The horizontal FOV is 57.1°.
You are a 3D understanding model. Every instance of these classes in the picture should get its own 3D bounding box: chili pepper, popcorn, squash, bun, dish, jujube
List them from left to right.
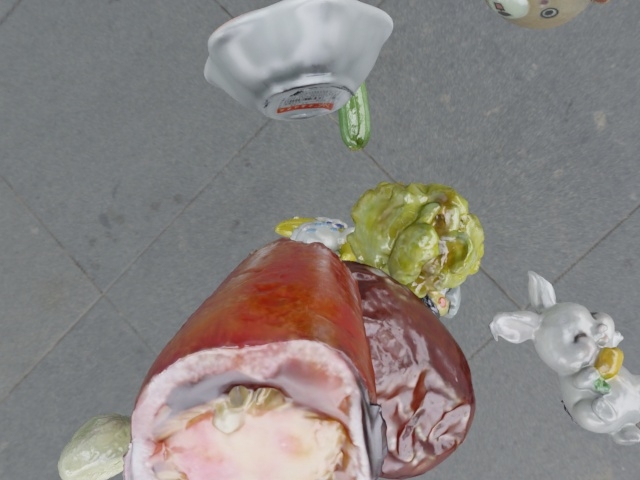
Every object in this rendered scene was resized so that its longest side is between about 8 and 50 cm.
[{"bbox_3d":[-0.278,0.262,0.751,0.115,0.115,0.069,-33,64,10],"label":"bun"},{"bbox_3d":[-0.040,0.142,0.609,0.229,0.305,0.251,7,106,8],"label":"chili pepper"},{"bbox_3d":[-0.021,-0.189,0.682,0.230,0.229,0.081,-14,83,11],"label":"dish"},{"bbox_3d":[0.065,-0.299,1.240,0.068,0.077,0.219,4,110,50],"label":"squash"},{"bbox_3d":[0.059,0.190,0.904,0.276,0.276,0.377,-43,109,9],"label":"jujube"},{"bbox_3d":[0.199,-0.008,1.126,0.241,0.250,0.235,61,140,36],"label":"popcorn"}]

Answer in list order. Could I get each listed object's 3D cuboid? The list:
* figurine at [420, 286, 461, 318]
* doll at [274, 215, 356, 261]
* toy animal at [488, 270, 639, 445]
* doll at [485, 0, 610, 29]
[{"bbox_3d":[0.272,0.174,1.623,0.236,0.133,0.176,-34,60,-18],"label":"figurine"},{"bbox_3d":[0.000,0.000,1.503,0.252,0.237,0.111,2,116,-26],"label":"doll"},{"bbox_3d":[0.479,0.219,1.108,0.325,0.154,0.208,39,64,14],"label":"toy animal"},{"bbox_3d":[0.295,-0.454,0.899,0.235,0.330,0.174,22,85,52],"label":"doll"}]
